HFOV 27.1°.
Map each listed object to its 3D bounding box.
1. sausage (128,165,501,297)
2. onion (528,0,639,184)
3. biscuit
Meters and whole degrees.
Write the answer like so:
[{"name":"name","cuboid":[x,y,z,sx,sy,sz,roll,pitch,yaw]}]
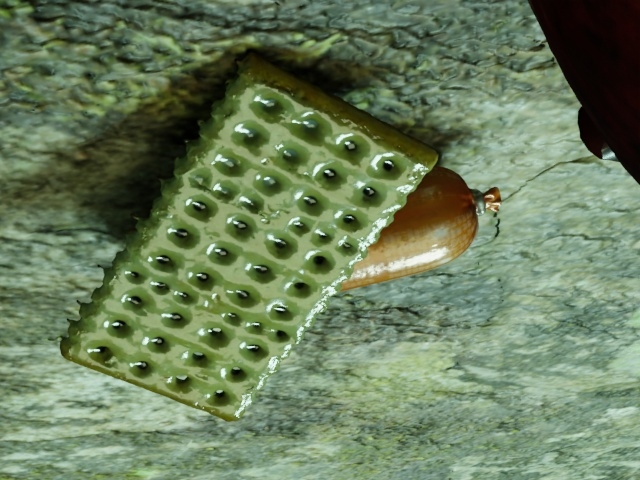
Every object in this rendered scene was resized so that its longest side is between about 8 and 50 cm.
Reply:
[{"name":"sausage","cuboid":[0.000,0.000,0.839,0.234,0.071,0.071,-12,151,-1]},{"name":"onion","cuboid":[0.198,-0.155,0.376,0.341,0.341,0.341,-10,151,-6]},{"name":"biscuit","cuboid":[-0.048,0.009,0.784,0.139,0.016,0.231,25,117,-25]}]
